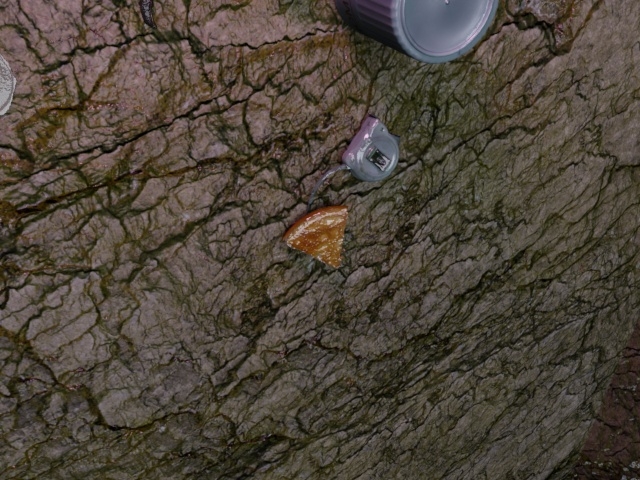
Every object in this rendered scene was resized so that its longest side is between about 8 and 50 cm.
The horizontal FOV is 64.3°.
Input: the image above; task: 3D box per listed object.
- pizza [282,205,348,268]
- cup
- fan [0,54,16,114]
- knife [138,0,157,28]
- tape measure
[{"bbox_3d":[0.000,0.000,1.434,0.201,0.053,0.193,-22,120,-7],"label":"pizza"},{"bbox_3d":[0.204,-0.570,1.082,0.257,0.311,0.331,-6,126,-19],"label":"cup"},{"bbox_3d":[-0.708,-0.389,0.988,0.182,0.010,0.310,-6,115,-20],"label":"fan"},{"bbox_3d":[-0.343,-0.559,1.058,0.046,0.021,0.222,9,113,-25],"label":"knife"},{"bbox_3d":[0.092,-0.167,1.381,0.164,0.084,0.330,30,97,-26],"label":"tape measure"}]
